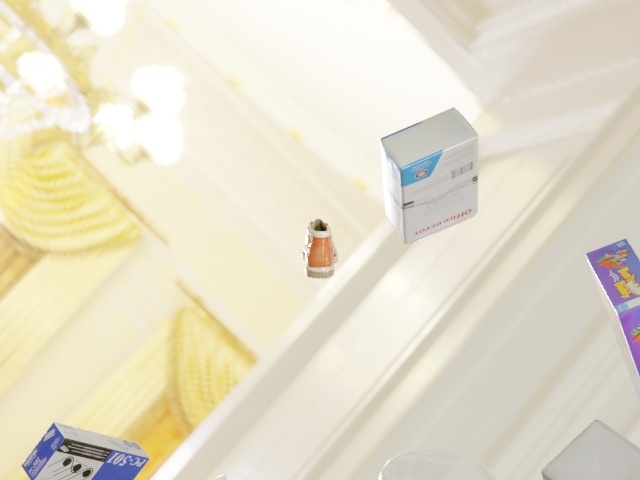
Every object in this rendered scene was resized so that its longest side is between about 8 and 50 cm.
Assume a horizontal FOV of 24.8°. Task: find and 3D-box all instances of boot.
[{"bbox_3d":[0.000,0.000,2.335,0.158,0.059,0.084,-101,-171,-75],"label":"boot"}]

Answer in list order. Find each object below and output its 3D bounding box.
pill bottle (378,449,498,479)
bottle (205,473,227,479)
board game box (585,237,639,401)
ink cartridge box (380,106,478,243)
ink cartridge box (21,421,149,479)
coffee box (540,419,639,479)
[{"bbox_3d":[0.150,0.458,2.013,0.169,0.169,0.301,24,-63,45],"label":"pill bottle"},{"bbox_3d":[-0.108,0.462,1.988,0.118,0.092,0.282,-8,75,-79],"label":"bottle"},{"bbox_3d":[0.564,0.200,2.474,0.233,0.078,0.347,-98,165,-65],"label":"board game box"},{"bbox_3d":[0.175,-0.101,2.325,0.082,0.140,0.190,57,-16,35],"label":"ink cartridge box"},{"bbox_3d":[-0.391,0.370,2.432,0.207,0.097,0.046,26,15,-51],"label":"ink cartridge box"},{"bbox_3d":[0.422,0.407,2.001,0.168,0.119,0.297,35,-24,40],"label":"coffee box"}]
